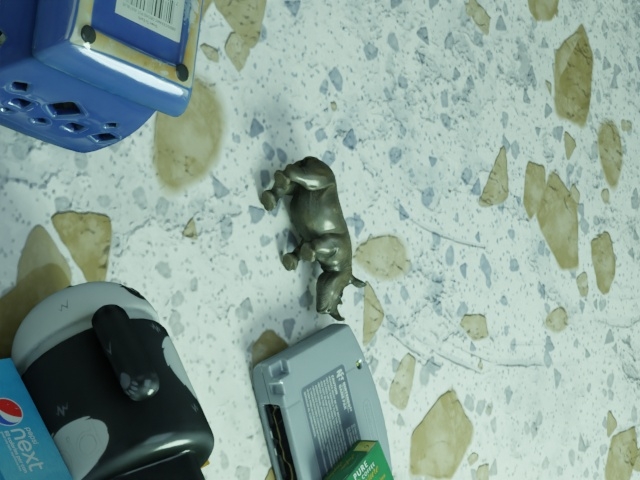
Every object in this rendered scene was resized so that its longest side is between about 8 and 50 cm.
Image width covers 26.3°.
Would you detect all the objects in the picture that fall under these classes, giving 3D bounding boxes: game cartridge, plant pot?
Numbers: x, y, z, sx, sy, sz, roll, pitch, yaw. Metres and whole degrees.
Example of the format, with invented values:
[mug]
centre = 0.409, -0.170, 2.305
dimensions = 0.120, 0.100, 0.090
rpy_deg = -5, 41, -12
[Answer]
[game cartridge]
centre = 0.014, 0.271, 1.850
dimensions = 0.196, 0.060, 0.294
rpy_deg = -23, 104, -45
[plant pot]
centre = -0.255, -0.243, 1.454
dimensions = 0.236, 0.212, 0.236
rpy_deg = 20, 70, -47

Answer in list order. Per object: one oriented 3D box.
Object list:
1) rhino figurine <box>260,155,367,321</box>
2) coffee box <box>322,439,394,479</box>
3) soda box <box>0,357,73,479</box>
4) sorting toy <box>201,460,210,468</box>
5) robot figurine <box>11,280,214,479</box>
[rhino figurine]
centre = 0.000, 0.000, 1.845
dimensions = 0.106, 0.073, 0.243
rpy_deg = -35, 114, -43
[coffee box]
centre = 0.066, 0.371, 1.833
dimensions = 0.113, 0.040, 0.184
rpy_deg = -44, 120, -44
[soda box]
centre = -0.307, 0.220, 1.360
dimensions = 0.071, 0.067, 0.210
rpy_deg = -5, 50, -42
[sorting toy]
centre = -0.141, 0.371, 1.584
dimensions = 0.229, 0.041, 0.307
rpy_deg = -22, 83, -41
[robot figurine]
centre = -0.214, 0.175, 1.439
dimensions = 0.173, 0.209, 0.278
rpy_deg = 14, 42, -56
